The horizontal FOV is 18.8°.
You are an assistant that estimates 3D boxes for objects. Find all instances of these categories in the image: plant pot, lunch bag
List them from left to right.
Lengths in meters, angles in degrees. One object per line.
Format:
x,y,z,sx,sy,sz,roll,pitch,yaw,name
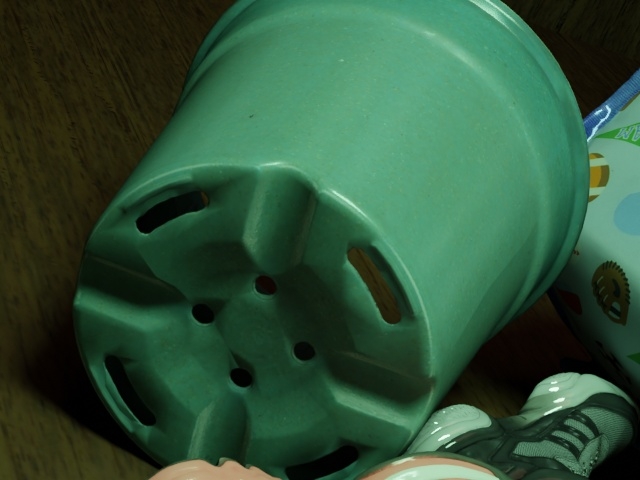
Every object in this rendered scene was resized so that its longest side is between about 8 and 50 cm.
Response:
0.000,0.000,1.397,0.341,0.341,0.334,27,28,5,plant pot
0.354,0.094,1.630,0.328,0.239,0.385,47,-8,43,lunch bag

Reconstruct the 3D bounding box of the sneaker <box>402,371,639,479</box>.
0.183,0.187,1.449,0.269,0.101,0.153,-6,38,-45,sneaker

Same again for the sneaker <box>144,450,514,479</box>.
0.021,0.218,1.201,0.314,0.116,0.136,3,40,-33,sneaker
